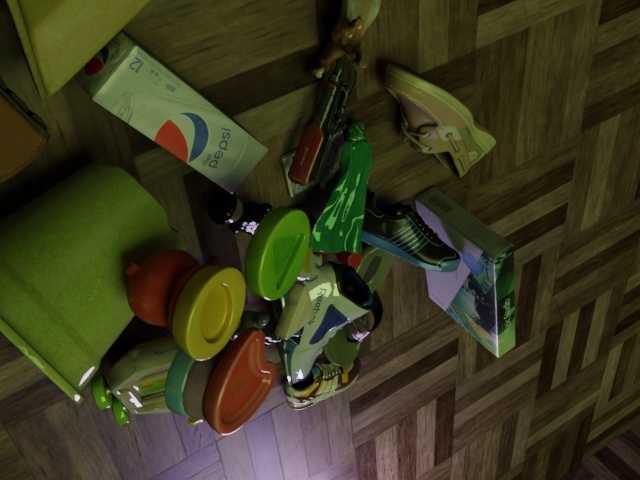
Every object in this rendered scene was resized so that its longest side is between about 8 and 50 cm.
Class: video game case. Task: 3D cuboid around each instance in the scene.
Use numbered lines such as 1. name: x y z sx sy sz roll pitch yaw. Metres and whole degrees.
1. video game case: -0.009 -0.135 1.378 0.122 0.011 0.087 -29 137 -19

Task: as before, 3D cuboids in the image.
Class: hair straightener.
1. hair straightener: 0.009 -0.203 1.313 0.089 0.047 0.230 -20 130 -61

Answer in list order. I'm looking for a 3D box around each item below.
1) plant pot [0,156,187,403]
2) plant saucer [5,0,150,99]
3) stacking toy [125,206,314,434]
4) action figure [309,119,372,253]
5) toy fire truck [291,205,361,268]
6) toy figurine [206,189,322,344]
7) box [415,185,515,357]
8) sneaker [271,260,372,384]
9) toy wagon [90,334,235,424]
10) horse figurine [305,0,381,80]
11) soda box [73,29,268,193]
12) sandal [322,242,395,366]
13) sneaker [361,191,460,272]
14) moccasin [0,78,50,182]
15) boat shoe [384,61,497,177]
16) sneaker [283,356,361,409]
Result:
1. plant pot: -0.331 0.033 1.081 0.254 0.276 0.276 -46 141 -19
2. plant saucer: -0.222 -0.332 0.847 0.332 0.081 0.333 -50 -174 -15
3. stacking toy: -0.135 0.091 1.105 0.279 0.130 0.308 -51 150 -38
4. action figure: 0.044 -0.095 1.386 0.137 0.064 0.232 -2 110 -49
5. toy fire truck: 0.000 0.000 1.468 0.135 0.047 0.192 -32 137 -17
6. toy figurine: -0.124 0.046 1.278 0.148 0.209 0.213 25 104 -42
7. box: 0.301 0.069 1.636 0.058 0.232 0.322 -33 137 -15
8. sneaker: 0.004 0.144 1.472 0.182 0.127 0.315 -13 142 -11
9. toy wagon: -0.239 0.251 1.401 0.267 0.068 0.344 -15 155 -5
10. horse figurine: 0.062 -0.355 1.174 0.066 0.174 0.263 17 99 -14
11. soda box: -0.204 -0.178 1.113 0.091 0.098 0.286 -50 140 4
12. sandal: 0.080 0.139 1.618 0.120 0.086 0.302 -4 124 -38
13. sneaker: 0.174 -0.015 1.514 0.232 0.081 0.090 21 113 -13
14. moccasin: -0.432 -0.180 0.776 0.147 0.139 0.380 -47 149 -12
15. boat shoe: 0.205 -0.203 1.419 0.110 0.122 0.341 -54 140 8
16. sneaker: 0.008 0.289 1.693 0.186 0.069 0.083 -29 142 -20
